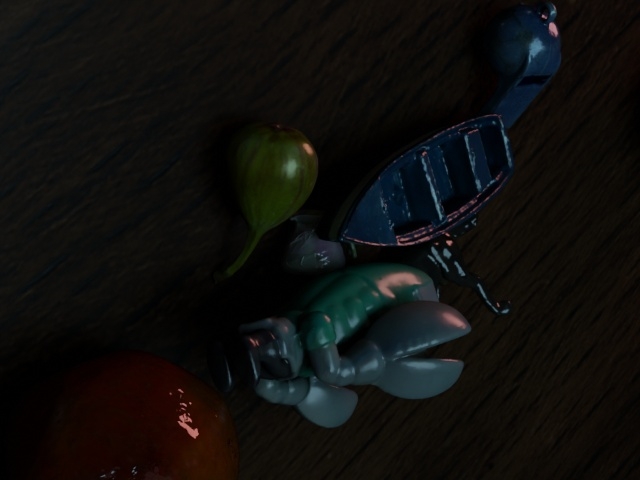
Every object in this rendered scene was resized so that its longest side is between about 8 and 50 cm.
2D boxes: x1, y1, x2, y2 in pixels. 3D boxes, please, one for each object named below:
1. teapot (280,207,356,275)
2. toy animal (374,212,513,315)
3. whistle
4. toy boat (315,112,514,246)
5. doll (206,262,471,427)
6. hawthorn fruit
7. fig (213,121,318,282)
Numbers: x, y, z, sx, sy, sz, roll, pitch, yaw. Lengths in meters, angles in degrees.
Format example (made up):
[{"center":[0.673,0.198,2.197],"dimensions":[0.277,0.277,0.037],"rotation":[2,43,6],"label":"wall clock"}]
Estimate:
[{"center":[0.000,0.000,1.563],"dimensions":[0.083,0.064,0.064],"rotation":[-6,100,-37],"label":"teapot"},{"center":[0.101,0.056,1.658],"dimensions":[0.233,0.084,0.148],"rotation":[-38,126,-22],"label":"toy animal"},{"center":[0.204,-0.196,1.679],"dimensions":[0.090,0.090,0.158],"rotation":[-12,151,-39],"label":"whistle"},{"center":[0.093,-0.052,1.585],"dimensions":[0.299,0.062,0.096],"rotation":[-30,110,-47],"label":"toy boat"},{"center":[0.009,0.107,1.497],"dimensions":[0.258,0.195,0.153],"rotation":[-14,92,-19],"label":"doll"},{"center":[-0.176,0.215,1.338],"dimensions":[0.211,0.299,0.211],"rotation":[0,108,0],"label":"hawthorn fruit"},{"center":[-0.057,-0.042,1.502],"dimensions":[0.093,0.093,0.166],"rotation":[-20,145,-36],"label":"fig"}]
